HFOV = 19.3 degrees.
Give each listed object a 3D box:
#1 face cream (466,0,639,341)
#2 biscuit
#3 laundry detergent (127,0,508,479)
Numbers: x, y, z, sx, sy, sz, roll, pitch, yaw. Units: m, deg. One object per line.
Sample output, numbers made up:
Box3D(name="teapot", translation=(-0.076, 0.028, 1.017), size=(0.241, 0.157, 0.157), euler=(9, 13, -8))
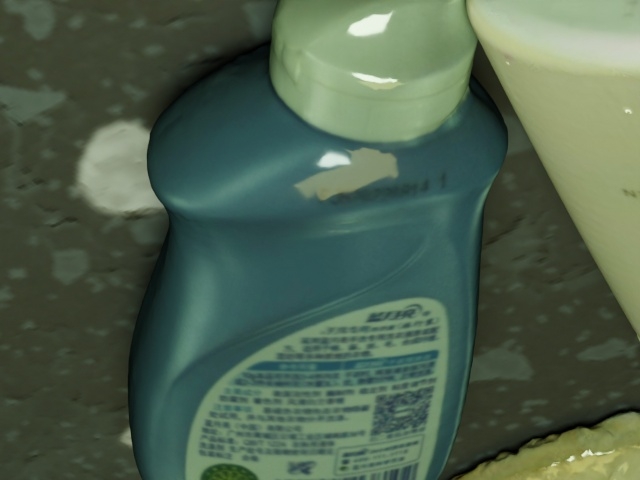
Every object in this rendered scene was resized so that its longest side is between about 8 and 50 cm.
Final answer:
Box3D(name="face cream", translation=(0.186, -0.010, 0.732), size=(0.174, 0.081, 0.348), euler=(-3, 151, 21))
Box3D(name="biscuit", translation=(0.128, 0.175, 1.012), size=(0.188, 0.040, 0.265), euler=(12, 137, -19))
Box3D(name="laundry detergent", translation=(0.000, 0.000, 0.746), size=(0.143, 0.094, 0.290), euler=(3, 136, -7))
